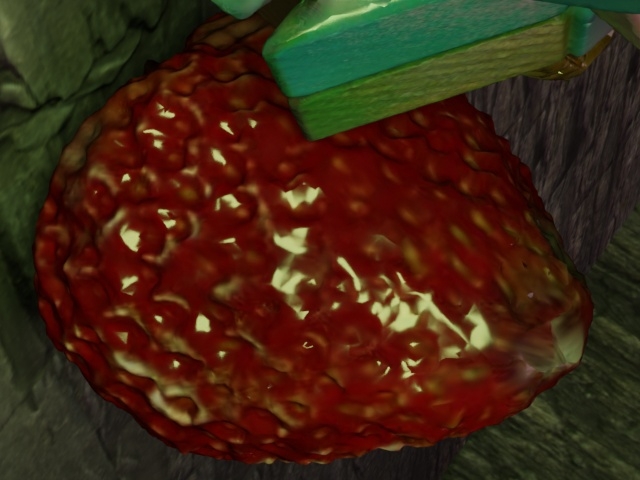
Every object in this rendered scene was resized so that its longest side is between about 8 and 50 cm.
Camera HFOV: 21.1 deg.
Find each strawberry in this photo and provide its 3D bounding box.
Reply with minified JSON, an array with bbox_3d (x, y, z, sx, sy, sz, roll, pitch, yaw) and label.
[{"bbox_3d":[-0.009,-0.010,1.031,0.310,0.292,0.292,-19,-162,49],"label":"strawberry"}]

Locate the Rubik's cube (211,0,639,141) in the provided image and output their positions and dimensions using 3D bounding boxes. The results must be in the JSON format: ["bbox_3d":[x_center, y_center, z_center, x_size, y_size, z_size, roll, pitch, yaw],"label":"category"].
[{"bbox_3d":[0.054,-0.232,0.827,0.368,0.358,0.387,-40,164,-36],"label":"Rubik's cube"}]

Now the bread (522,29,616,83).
[{"bbox_3d":[0.182,-0.258,1.394,0.227,0.142,0.253,-53,157,-14],"label":"bread"}]
